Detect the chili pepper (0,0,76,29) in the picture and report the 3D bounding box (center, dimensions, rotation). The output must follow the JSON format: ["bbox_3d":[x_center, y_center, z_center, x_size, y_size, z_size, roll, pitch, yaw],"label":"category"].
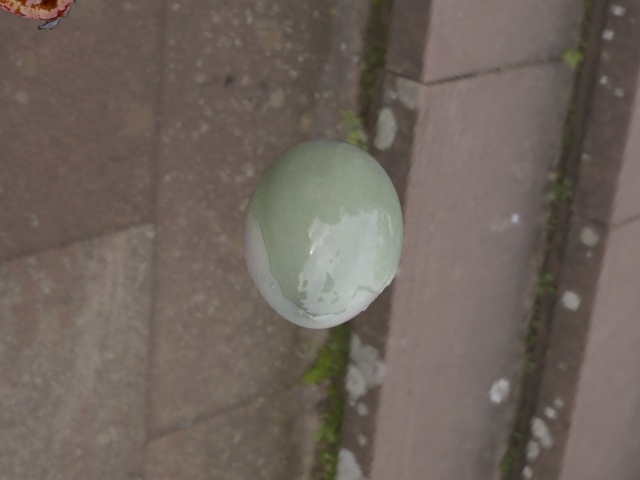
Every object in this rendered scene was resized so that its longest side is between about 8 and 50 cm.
[{"bbox_3d":[-0.197,-0.219,0.858,0.065,0.169,0.088,-35,128,20],"label":"chili pepper"}]

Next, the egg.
[{"bbox_3d":[0.000,0.000,1.448,0.217,0.183,0.183,-76,159,-48],"label":"egg"}]
